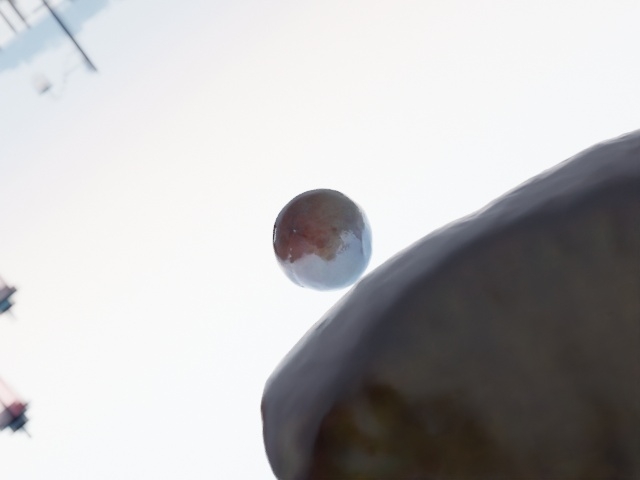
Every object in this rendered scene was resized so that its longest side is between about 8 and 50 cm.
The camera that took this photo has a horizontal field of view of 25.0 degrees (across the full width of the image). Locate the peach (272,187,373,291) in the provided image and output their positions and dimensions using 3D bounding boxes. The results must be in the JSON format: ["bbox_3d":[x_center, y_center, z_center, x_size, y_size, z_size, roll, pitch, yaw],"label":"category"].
[{"bbox_3d":[0.000,-0.001,1.104,0.083,0.083,0.083,-34,-166,9],"label":"peach"}]

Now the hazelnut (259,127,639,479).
[{"bbox_3d":[0.088,0.083,0.426,0.251,0.217,0.217,-60,-170,10],"label":"hazelnut"}]
